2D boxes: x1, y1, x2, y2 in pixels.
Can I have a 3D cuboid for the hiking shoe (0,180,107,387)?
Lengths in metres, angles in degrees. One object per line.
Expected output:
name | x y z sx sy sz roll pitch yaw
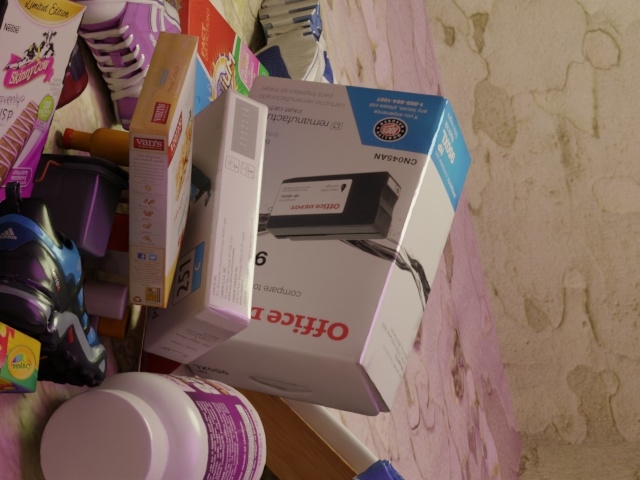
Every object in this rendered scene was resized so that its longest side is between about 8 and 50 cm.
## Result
hiking shoe | -0.256 0.058 1.460 0.304 0.113 0.132 94 5 -71

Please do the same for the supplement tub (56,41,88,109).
supplement tub | -0.306 -0.227 1.512 0.106 0.106 0.198 -70 150 -57

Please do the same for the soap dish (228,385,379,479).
soap dish | -0.004 0.310 2.109 0.291 0.118 0.229 42 -9 30

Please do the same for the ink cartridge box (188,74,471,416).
ink cartridge box | 0.000 0.000 1.998 0.166 0.285 0.395 61 43 -56

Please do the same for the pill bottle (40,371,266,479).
pill bottle | -0.181 0.227 1.661 0.301 0.169 0.169 23 62 -72

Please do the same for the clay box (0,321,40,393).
clay box | -0.338 0.082 1.250 0.222 0.127 0.053 41 48 -66

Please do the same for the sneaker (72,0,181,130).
sneaker | -0.226 -0.215 1.804 0.282 0.102 0.161 17 71 -73

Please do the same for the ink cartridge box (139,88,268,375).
ink cartridge box | -0.164 0.007 1.804 0.066 0.261 0.296 22 54 -28

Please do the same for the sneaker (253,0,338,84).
sneaker | -0.032 -0.250 2.429 0.315 0.127 0.182 -79 154 -50

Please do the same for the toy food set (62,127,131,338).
toy food set | -0.253 -0.007 1.695 0.111 0.105 0.232 -78 178 -82

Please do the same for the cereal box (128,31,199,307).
cereal box | -0.165 -0.073 1.596 0.173 0.047 0.240 -81 179 -47

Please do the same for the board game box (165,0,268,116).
board game box | -0.153 -0.182 2.101 0.316 0.064 0.242 45 42 -65

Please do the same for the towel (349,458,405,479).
towel | -0.015 0.412 1.933 0.040 0.336 0.243 55 0 32

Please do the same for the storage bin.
storage bin | -0.270 -0.036 1.541 0.098 0.135 0.091 38 57 -68

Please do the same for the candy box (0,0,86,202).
candy box | -0.305 -0.122 1.388 0.159 0.071 0.233 -7 115 -74
